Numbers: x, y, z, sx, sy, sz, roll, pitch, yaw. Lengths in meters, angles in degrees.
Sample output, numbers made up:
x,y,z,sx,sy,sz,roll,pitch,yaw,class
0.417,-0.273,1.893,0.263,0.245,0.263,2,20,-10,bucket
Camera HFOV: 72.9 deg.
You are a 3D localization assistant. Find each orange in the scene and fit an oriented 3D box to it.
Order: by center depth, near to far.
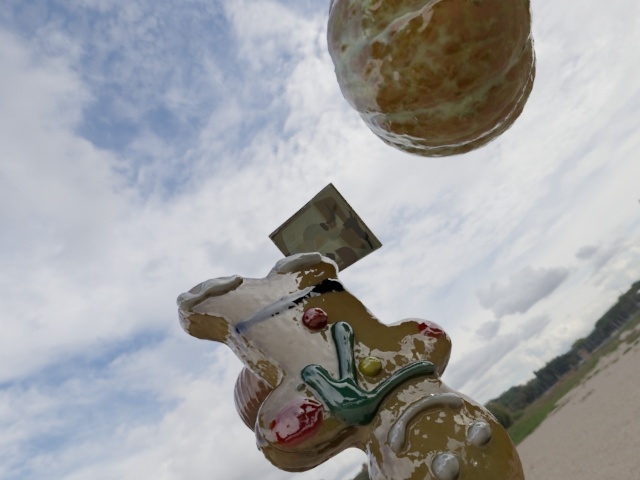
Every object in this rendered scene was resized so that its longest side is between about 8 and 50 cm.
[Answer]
x,y,z,sx,sy,sz,roll,pitch,yaw,class
0.149,-0.274,0.595,0.249,0.329,0.329,-11,-24,22,orange

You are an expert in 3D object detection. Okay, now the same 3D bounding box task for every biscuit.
x,y,z,sx,sy,sz,roll,pitch,yaw,class
0.025,0.100,0.356,0.197,0.301,0.049,-21,-46,-34,biscuit

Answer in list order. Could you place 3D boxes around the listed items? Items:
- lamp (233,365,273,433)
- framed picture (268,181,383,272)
x,y,z,sx,sy,sz,roll,pitch,yaw,class
-0.070,0.242,0.684,0.136,0.136,0.136,-27,-34,-21,lamp
0.000,0.000,0.775,0.201,0.136,0.010,-36,6,44,framed picture
